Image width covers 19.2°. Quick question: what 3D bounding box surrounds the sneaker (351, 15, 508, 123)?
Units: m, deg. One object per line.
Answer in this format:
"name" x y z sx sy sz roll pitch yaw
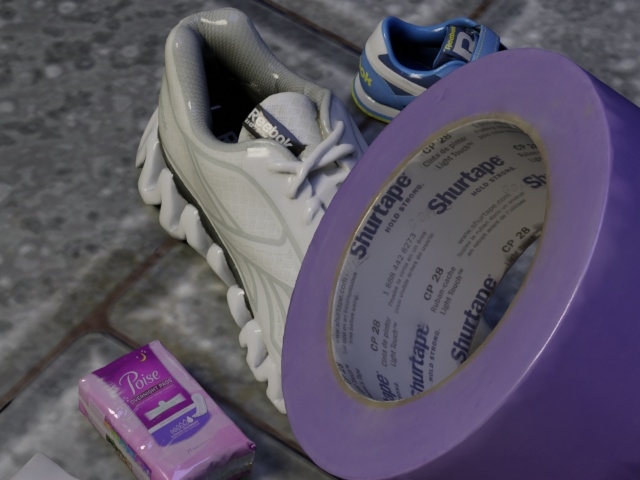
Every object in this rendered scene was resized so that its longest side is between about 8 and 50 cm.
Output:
"sneaker" 0.089 -0.088 1.054 0.144 0.059 0.053 11 47 4

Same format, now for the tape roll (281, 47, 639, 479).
"tape roll" 0.073 0.023 0.762 0.080 0.189 0.189 30 41 -30

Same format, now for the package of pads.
"package of pads" -0.074 0.090 0.908 0.050 0.032 0.083 -28 56 -28

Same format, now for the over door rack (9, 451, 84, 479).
"over door rack" -0.070 0.194 0.704 0.324 0.108 0.239 14 41 31

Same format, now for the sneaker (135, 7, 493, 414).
"sneaker" 0.000 0.000 0.937 0.110 0.118 0.292 -26 57 -26
